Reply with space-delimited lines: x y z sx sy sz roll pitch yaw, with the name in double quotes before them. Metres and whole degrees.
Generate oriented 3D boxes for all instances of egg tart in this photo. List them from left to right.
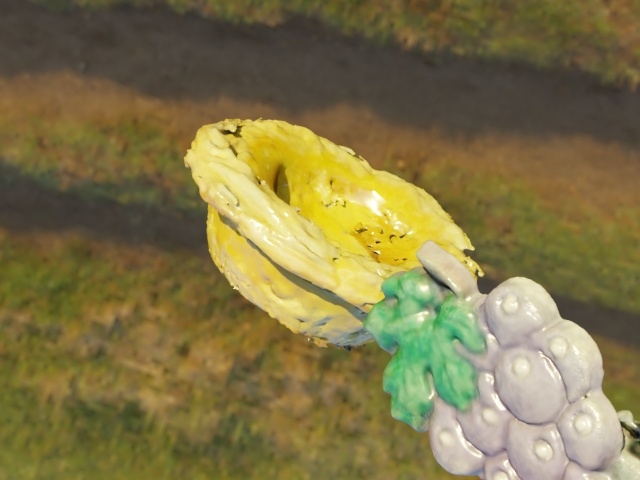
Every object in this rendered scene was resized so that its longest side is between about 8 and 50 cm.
"egg tart" 0.000 0.000 1.422 0.288 0.288 0.118 28 110 -21

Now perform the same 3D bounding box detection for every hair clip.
"hair clip" 0.100 0.075 0.876 0.195 0.124 0.052 34 -152 32
